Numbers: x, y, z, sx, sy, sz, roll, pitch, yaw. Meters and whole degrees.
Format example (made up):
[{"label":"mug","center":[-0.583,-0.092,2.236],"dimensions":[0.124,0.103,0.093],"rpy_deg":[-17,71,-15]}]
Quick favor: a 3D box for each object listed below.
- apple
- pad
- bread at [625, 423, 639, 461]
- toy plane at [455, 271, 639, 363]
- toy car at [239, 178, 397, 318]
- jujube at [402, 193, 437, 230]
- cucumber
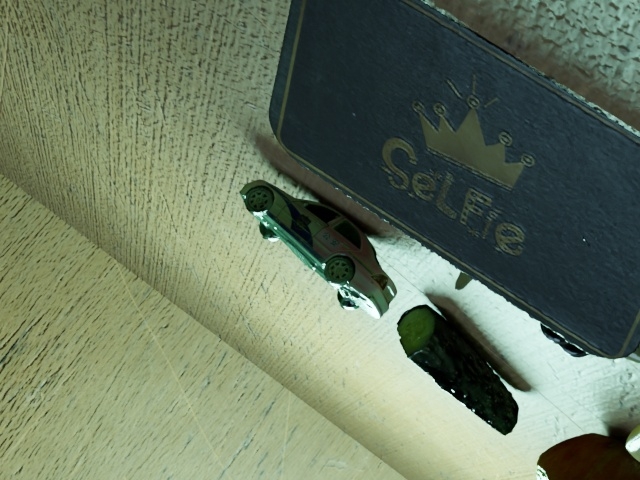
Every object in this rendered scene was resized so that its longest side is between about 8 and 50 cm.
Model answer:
[{"label":"apple","center":[0.334,0.361,2.163],"dimensions":[0.246,0.226,0.246],"rpy_deg":[35,166,10]},{"label":"pad","center":[0.097,-0.028,1.449],"dimensions":[0.375,0.063,0.315],"rpy_deg":[34,144,17]},{"label":"bread","center":[0.369,0.210,1.887],"dimensions":[0.082,0.056,0.115],"rpy_deg":[36,162,8]},{"label":"toy plane","center":[0.213,0.045,1.632],"dimensions":[0.244,0.092,0.229],"rpy_deg":[29,180,25]},{"label":"toy car","center":[0.000,0.000,2.124],"dimensions":[0.224,0.076,0.090],"rpy_deg":[41,172,24]},{"label":"jujube","center":[0.126,-0.044,1.545],"dimensions":[0.166,0.104,0.104],"rpy_deg":[19,162,22]},{"label":"cucumber","center":[0.183,0.158,2.255],"dimensions":[0.211,0.062,0.078],"rpy_deg":[38,-156,-35]}]
